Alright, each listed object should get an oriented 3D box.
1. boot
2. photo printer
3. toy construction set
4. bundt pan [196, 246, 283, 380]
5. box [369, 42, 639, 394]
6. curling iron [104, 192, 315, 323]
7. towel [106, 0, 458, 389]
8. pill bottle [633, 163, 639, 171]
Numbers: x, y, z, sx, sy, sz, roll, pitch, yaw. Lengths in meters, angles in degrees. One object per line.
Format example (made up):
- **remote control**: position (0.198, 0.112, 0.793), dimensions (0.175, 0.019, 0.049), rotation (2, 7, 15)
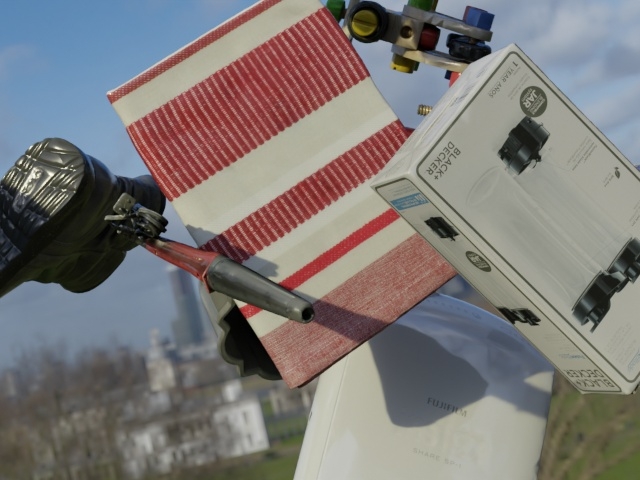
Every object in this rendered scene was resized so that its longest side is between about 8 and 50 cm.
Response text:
- **boot**: position (-0.338, 0.034, 1.682), dimensions (0.338, 0.118, 0.222), rotation (-36, -22, 10)
- **photo printer**: position (0.113, 0.204, 1.549), dimensions (0.256, 0.307, 0.107), rotation (21, -26, -10)
- **toy construction set**: position (0.118, -0.269, 2.105), dimensions (0.237, 0.309, 0.257), rotation (12, 36, 2)
- **bundt pan**: position (0.000, 0.000, 1.637), dimensions (0.331, 0.124, 0.331), rotation (-26, -32, -18)
- **box**: position (0.207, -0.014, 1.321), dimensions (0.169, 0.290, 0.087), rotation (-52, 12, -19)
- **curling iron**: position (-0.096, 0.021, 1.218), dimensions (0.274, 0.035, 0.068), rotation (28, -8, 46)
- **towel**: position (-0.021, -0.057, 1.397), dimensions (0.237, 0.329, 0.037), rotation (-34, 3, -17)
- **pill bottle**: position (0.343, -0.038, 1.557), dimensions (0.067, 0.067, 0.120), rotation (-14, 12, 15)
